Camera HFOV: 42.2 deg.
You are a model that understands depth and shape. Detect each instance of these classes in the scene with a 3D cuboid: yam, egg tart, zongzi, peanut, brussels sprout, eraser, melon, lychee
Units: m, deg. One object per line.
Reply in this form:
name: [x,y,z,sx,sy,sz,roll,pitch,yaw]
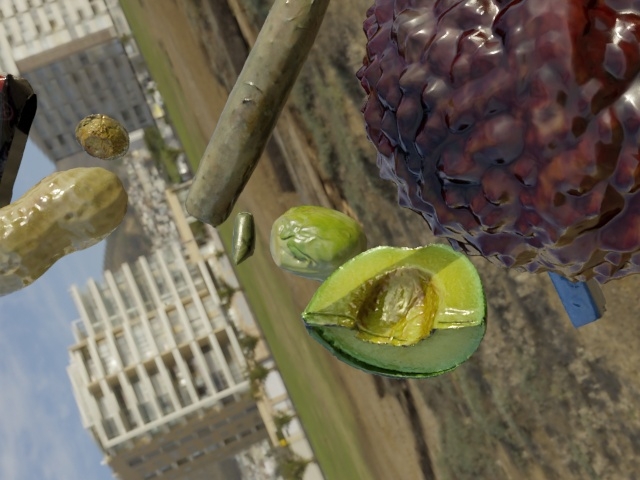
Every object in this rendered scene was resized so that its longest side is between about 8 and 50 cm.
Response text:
yam: [-0.076,-0.165,0.987,0.071,0.317,0.067,14,-164,-48]
egg tart: [-0.501,-0.229,1.900,0.049,0.129,0.128,-85,-16,-49]
zongzi: [-0.176,-0.005,1.838,0.113,0.052,0.104,-52,-39,-76]
peanut: [-0.423,-0.013,1.233,0.130,0.290,0.130,48,161,23]
brussels sprout: [0.000,0.000,1.871,0.223,0.223,0.161,61,139,38]
eraser: [0.357,0.041,1.182,0.144,0.043,0.312,67,-162,8]
melon: [0.128,0.101,1.218,0.169,0.265,0.129,-69,-32,-43]
lychee: [0.234,-0.169,0.771,0.424,0.425,0.500,65,-170,19]

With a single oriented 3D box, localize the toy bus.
toy bus: [-0.629,-0.172,1.535,0.127,0.147,0.302,-79,8,-81]
